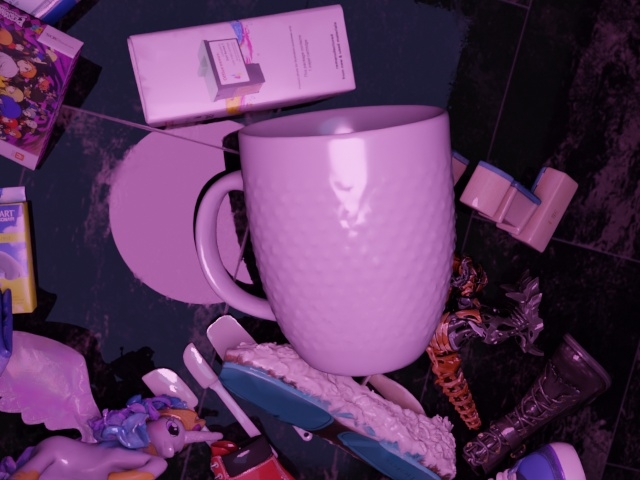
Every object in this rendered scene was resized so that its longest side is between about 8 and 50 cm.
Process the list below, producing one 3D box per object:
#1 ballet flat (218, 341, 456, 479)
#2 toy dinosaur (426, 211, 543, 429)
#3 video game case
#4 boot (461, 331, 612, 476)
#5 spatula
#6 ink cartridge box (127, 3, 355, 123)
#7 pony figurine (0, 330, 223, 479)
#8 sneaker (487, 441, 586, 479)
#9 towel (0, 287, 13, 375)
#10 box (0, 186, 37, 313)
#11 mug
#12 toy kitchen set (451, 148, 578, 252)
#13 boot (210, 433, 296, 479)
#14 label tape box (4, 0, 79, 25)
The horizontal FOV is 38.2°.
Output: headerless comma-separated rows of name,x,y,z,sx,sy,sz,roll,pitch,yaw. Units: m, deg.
ballet flat,0.034,0.240,1.380,0.409,0.147,0.147,33,89,-16
toy dinosaur,0.218,0.113,1.402,0.219,0.164,0.321,-6,115,6
video game case,-0.443,-0.220,1.219,0.210,0.041,0.232,27,135,-12
boot,0.309,0.262,1.372,0.229,0.263,0.091,-35,61,-10
spatula,-0.130,0.249,1.399,0.168,0.019,0.242,-38,100,-5
ink cartridge box,-0.112,-0.233,1.263,0.278,0.201,0.117,-10,97,-8
pony figurine,-0.338,0.301,1.233,0.351,0.363,0.302,4,102,8
sneaker,0.234,0.414,1.350,0.236,0.130,0.322,-4,141,-12
towel,-0.489,0.212,1.221,0.034,0.209,0.285,29,100,-28
box,-0.467,0.016,1.310,0.109,0.042,0.178,-4,97,-9
mug,0.000,0.000,1.258,0.374,0.276,0.327,0,105,21
toy kitchen set,0.259,-0.094,1.410,0.207,0.166,0.122,28,91,-47
boot,-0.153,0.402,1.375,0.244,0.088,0.176,-36,96,-2
label tape box,-0.451,-0.448,1.238,0.240,0.106,0.333,-44,100,-4
